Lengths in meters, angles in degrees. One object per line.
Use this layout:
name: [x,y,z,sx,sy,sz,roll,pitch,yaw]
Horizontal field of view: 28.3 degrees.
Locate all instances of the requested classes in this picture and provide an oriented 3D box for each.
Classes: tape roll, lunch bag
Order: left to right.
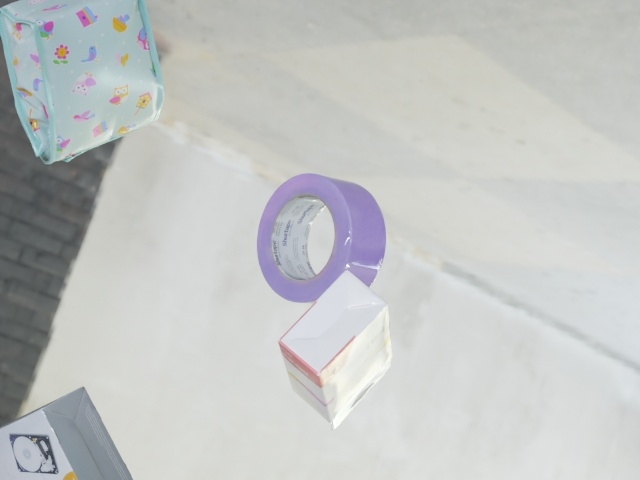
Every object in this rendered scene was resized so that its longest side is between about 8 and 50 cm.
lunch bag: [-0.382,-0.272,2.055,0.160,0.223,0.262,28,135,43]
tape roll: [0.000,0.000,1.855,0.189,0.189,0.080,10,-179,42]

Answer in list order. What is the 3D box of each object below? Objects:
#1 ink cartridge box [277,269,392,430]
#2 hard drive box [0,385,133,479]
ink cartridge box: [0.021,0.132,1.455,0.067,0.115,0.198,38,162,22]
hard drive box: [-0.392,0.334,1.808,0.232,0.181,0.089,-28,179,38]
